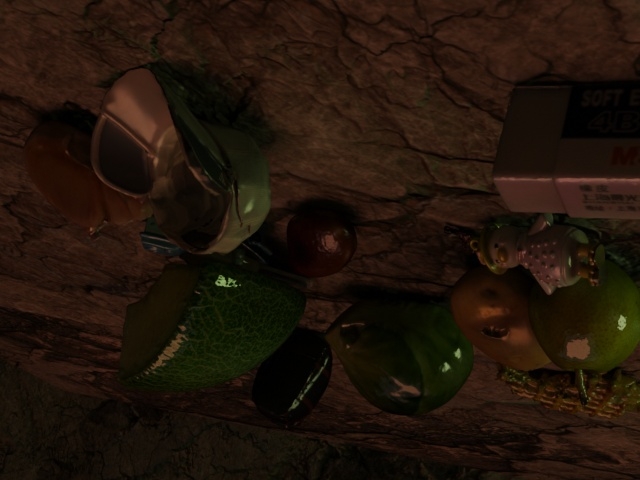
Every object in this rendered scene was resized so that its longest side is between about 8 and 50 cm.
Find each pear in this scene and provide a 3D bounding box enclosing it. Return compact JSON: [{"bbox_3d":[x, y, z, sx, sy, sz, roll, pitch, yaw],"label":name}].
[{"bbox_3d":[0.385,0.132,1.489,0.166,0.216,0.180,9,171,21],"label":"pear"}]

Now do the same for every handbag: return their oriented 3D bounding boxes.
[{"bbox_3d":[-0.064,0.321,2.334,0.155,0.215,0.169,29,161,15],"label":"handbag"}]

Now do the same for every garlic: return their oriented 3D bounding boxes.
[{"bbox_3d":[-0.344,-0.101,1.545,0.217,0.110,0.228,29,148,-5],"label":"garlic"}]

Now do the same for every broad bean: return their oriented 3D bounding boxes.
[{"bbox_3d":[0.000,0.000,1.602,0.114,0.084,0.165,17,154,0],"label":"broad bean"}]

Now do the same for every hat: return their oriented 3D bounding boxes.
[{"bbox_3d":[-0.176,-0.110,1.348,0.232,0.161,0.275,-3,131,44],"label":"hat"}]

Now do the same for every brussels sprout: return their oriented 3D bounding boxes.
[{"bbox_3d":[0.145,0.210,1.918,0.271,0.210,0.219,31,155,-1],"label":"brussels sprout"}]

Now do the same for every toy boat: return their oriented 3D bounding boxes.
[{"bbox_3d":[-0.195,-0.008,1.699,0.237,0.098,0.109,14,164,0],"label":"toy boat"}]

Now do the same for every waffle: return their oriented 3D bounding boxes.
[{"bbox_3d":[0.531,0.317,2.123,0.293,0.069,0.259,-4,152,46],"label":"waffle"}]

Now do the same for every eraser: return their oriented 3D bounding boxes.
[{"bbox_3d":[0.332,-0.093,1.041,0.287,0.130,0.086,4,156,30],"label":"eraser"}]

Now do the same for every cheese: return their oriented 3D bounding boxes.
[{"bbox_3d":[-0.137,0.047,1.874,0.255,0.050,0.127,19,160,-12],"label":"cheese"}]

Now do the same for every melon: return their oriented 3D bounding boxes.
[{"bbox_3d":[-0.170,0.142,1.843,0.343,0.331,0.226,10,-149,-39],"label":"melon"}]

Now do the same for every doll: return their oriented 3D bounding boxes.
[{"bbox_3d":[0.301,0.016,1.421,0.207,0.081,0.129,9,121,38],"label":"doll"}]

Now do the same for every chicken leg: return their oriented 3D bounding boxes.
[{"bbox_3d":[0.222,-0.002,1.530,0.083,0.021,0.036,31,164,-38],"label":"chicken leg"}]

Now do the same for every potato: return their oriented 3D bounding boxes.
[{"bbox_3d":[0.299,0.119,1.637,0.150,0.146,0.234,-35,125,10],"label":"potato"}]
